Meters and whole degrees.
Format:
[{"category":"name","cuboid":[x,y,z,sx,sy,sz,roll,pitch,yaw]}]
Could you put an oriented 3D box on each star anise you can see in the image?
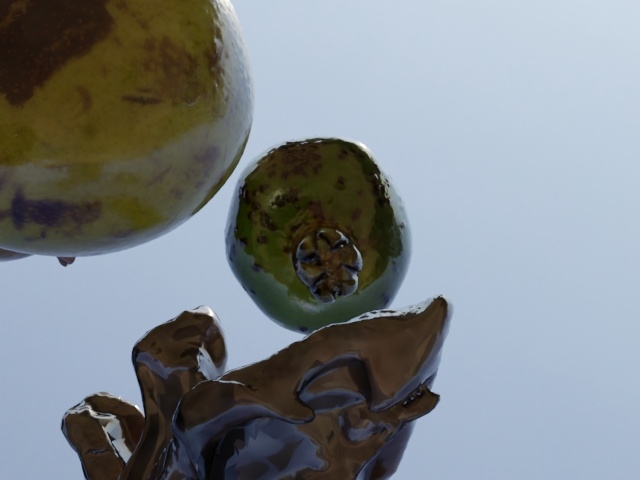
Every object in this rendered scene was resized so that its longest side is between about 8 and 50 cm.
[{"category":"star anise","cuboid":[-0.035,0.123,0.521,0.110,0.257,0.198,-4,-115,-56]}]

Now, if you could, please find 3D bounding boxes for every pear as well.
[{"category":"pear","cuboid":[-0.193,-0.122,1.236,0.283,0.284,0.284,2,-137,-2]}]

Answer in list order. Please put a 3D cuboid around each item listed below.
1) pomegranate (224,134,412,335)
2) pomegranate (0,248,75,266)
[{"category":"pomegranate","cuboid":[0.000,0.000,1.518,0.202,0.202,0.248,-1,-172,-6]},{"category":"pomegranate","cuboid":[-0.300,-0.088,1.517,0.252,0.229,0.270,-30,-111,-37]}]
